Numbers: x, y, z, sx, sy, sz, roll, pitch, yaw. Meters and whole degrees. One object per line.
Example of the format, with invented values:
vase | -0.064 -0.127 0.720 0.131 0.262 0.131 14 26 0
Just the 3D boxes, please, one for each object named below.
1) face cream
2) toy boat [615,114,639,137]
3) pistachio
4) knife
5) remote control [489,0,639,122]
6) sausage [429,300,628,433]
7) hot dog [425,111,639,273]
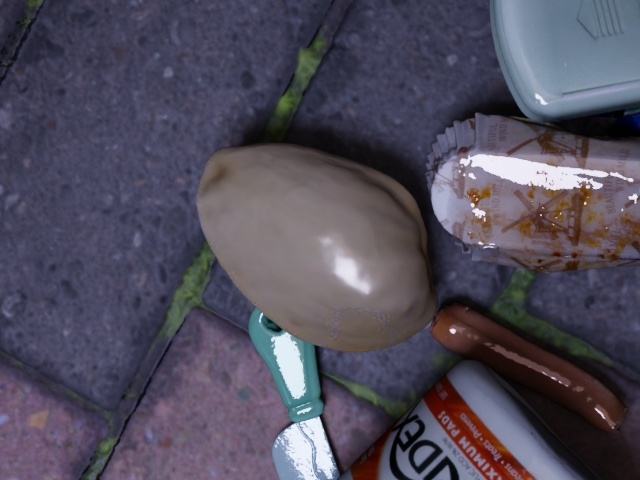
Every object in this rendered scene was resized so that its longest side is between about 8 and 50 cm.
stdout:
face cream | 0.120 0.221 0.833 0.187 0.201 0.201 -45 85 4
toy boat | 0.333 -0.217 0.886 0.219 0.072 0.318 32 89 3
pistachio | 0.000 0.000 0.887 0.223 0.126 0.152 38 92 7
knife | -0.014 0.174 0.936 0.063 0.034 0.260 -14 91 4
remote control | 0.278 -0.172 0.823 0.297 0.056 0.140 -11 80 -6
sausage | 0.173 0.105 0.905 0.177 0.047 0.040 29 95 8
hot dog | 0.208 -0.036 0.875 0.253 0.069 0.131 5 113 14
